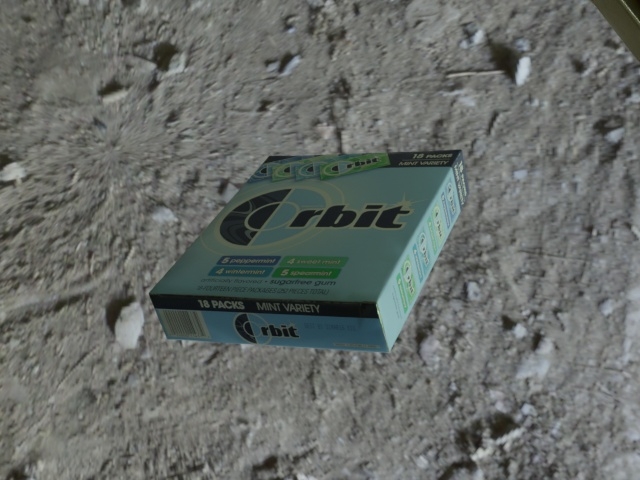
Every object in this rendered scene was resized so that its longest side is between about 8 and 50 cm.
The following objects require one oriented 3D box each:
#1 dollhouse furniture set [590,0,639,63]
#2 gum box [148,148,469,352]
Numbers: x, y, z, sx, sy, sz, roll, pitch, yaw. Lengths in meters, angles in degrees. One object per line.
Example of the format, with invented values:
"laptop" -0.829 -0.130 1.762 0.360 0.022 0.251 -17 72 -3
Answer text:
"dollhouse furniture set" 0.353 -0.319 0.934 0.198 0.151 0.301 -33 84 -28
"gum box" 0.000 0.000 0.629 0.157 0.184 0.041 0 123 26
